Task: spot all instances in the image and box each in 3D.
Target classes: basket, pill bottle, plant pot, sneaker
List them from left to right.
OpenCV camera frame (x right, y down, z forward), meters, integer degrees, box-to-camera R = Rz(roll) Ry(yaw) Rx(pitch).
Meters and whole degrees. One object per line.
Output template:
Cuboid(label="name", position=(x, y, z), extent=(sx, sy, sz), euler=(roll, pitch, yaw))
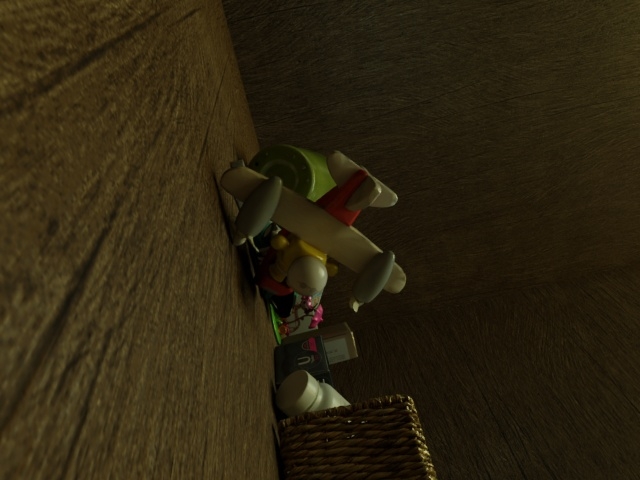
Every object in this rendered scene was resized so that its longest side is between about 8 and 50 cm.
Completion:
Cuboid(label="sneaker", position=(-0.126, 0.085, 1.182), extent=(0.121, 0.108, 0.302), euler=(-94, 168, -59))
Cuboid(label="plant pot", position=(-0.107, -0.186, 1.524), extent=(0.353, 0.367, 0.366), euler=(14, 62, -79))
Cuboid(label="pill bottle", position=(0.004, 0.419, 1.009), extent=(0.229, 0.131, 0.131), euler=(48, 9, -21))
Cuboid(label="basket", position=(0.078, 0.484, 0.887), extent=(0.213, 0.299, 0.223), euler=(81, -4, -50))

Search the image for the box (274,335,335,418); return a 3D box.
Cuboid(label="box", position=(-0.027, 0.431, 1.169), extent=(0.165, 0.143, 0.270), euler=(-110, -173, -67))

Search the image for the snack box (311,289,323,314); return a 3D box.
Cuboid(label="snack box", position=(-0.080, 0.232, 1.928), extent=(0.187, 0.060, 0.322), euler=(51, -29, 25))

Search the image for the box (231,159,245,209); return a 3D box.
Cuboid(label="box", position=(-0.207, -0.111, 1.193), extent=(0.186, 0.038, 0.145), euler=(79, -3, -52))

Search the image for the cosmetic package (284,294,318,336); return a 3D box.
Cuboid(label="cosmetic package", position=(-0.104, 0.237, 1.717), extent=(0.153, 0.129, 0.296), euler=(-114, -169, -68))

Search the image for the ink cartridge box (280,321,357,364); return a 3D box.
Cuboid(label="ink cartridge box", position=(-0.008, 0.350, 1.386), extent=(0.193, 0.235, 0.088), euler=(168, -91, -88))

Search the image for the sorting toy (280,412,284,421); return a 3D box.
Cuboid(label="sorting toy", position=(-0.082, 0.442, 0.961), extent=(0.083, 0.012, 0.062), euler=(-113, -172, -77))

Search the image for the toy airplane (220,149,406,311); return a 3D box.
Cuboid(label="toy airplane", position=(0.000, 0.000, 0.944), extent=(0.272, 0.386, 0.384), euler=(-82, 168, -47))

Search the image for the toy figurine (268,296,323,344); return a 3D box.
Cuboid(label="toy figurine", position=(-0.074, 0.226, 1.339), extent=(0.130, 0.159, 0.173), euler=(107, -31, -85))
